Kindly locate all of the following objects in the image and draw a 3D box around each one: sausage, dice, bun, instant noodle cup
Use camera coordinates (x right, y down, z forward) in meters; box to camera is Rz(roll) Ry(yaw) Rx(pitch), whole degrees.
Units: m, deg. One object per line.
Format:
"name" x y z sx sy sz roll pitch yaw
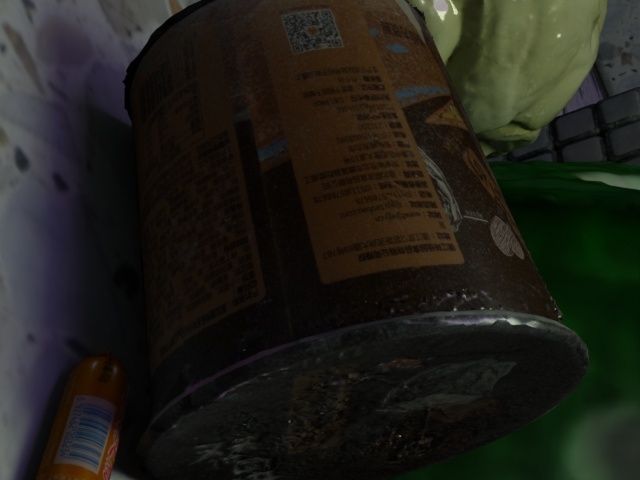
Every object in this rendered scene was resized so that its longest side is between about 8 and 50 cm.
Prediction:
"sausage" -0.100 0.087 0.478 0.031 0.031 0.107 57 27 -34
"dice" 0.209 0.104 0.760 0.287 0.297 0.300 -30 125 -70
"bun" 0.101 -0.134 0.807 0.160 0.259 0.259 63 20 11
"instant noodle cup" 0.000 0.000 0.571 0.217 0.217 0.207 35 37 -57

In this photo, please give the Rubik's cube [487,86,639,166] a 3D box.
"Rubik's cube" 0.243 0.039 1.055 0.237 0.238 0.237 57 26 -36
